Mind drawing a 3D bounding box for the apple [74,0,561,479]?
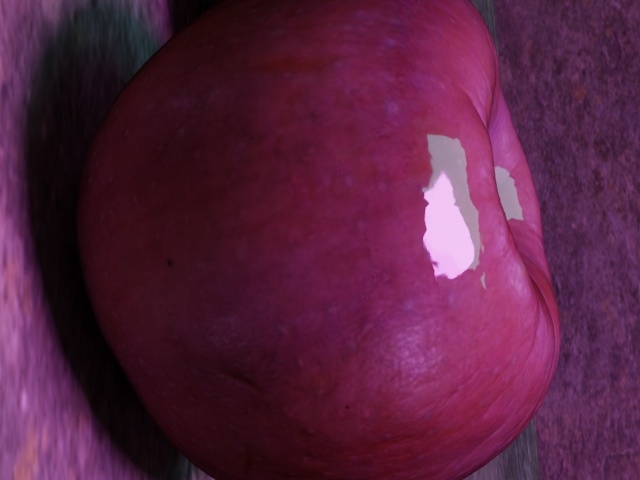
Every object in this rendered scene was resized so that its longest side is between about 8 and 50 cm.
[{"bbox_3d":[0.000,0.000,0.747,0.305,0.235,0.306,-12,90,-75],"label":"apple"}]
